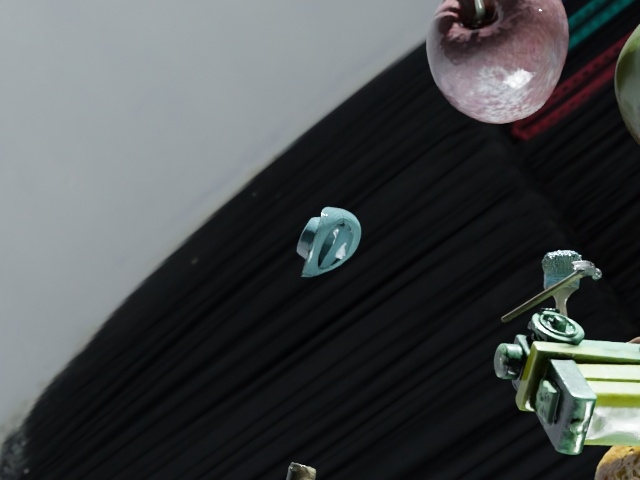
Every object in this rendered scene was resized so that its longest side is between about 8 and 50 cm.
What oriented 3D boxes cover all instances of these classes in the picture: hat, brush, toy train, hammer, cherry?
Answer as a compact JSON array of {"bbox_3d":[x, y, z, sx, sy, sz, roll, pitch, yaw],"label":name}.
[{"bbox_3d":[0.000,0.000,2.042,0.078,0.138,0.191,25,15,26],"label":"hat"},{"bbox_3d":[0.435,0.105,1.940,0.021,0.070,0.196,-85,170,-60],"label":"brush"},{"bbox_3d":[0.490,0.240,1.753,0.397,0.160,0.253,6,26,-11],"label":"toy train"},{"bbox_3d":[0.381,0.088,1.798,0.062,0.182,0.017,35,29,-44],"label":"hammer"},{"bbox_3d":[0.270,-0.296,1.620,0.213,0.236,0.285,32,-15,35],"label":"cherry"}]

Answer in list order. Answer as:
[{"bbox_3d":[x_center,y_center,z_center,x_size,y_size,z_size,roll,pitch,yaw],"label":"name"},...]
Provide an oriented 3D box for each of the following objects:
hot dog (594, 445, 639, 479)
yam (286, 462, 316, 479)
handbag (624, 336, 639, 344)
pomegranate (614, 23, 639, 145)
[{"bbox_3d":[0.792,0.467,2.289,0.185,0.405,0.223,49,47,-9],"label":"hot dog"},{"bbox_3d":[-0.044,0.475,1.617,0.061,0.061,0.274,35,58,-52],"label":"yam"},{"bbox_3d":[0.673,0.304,2.338,0.072,0.193,0.151,24,40,-31],"label":"handbag"},{"bbox_3d":[0.539,-0.240,1.373,0.291,0.323,0.291,26,0,0],"label":"pomegranate"}]
